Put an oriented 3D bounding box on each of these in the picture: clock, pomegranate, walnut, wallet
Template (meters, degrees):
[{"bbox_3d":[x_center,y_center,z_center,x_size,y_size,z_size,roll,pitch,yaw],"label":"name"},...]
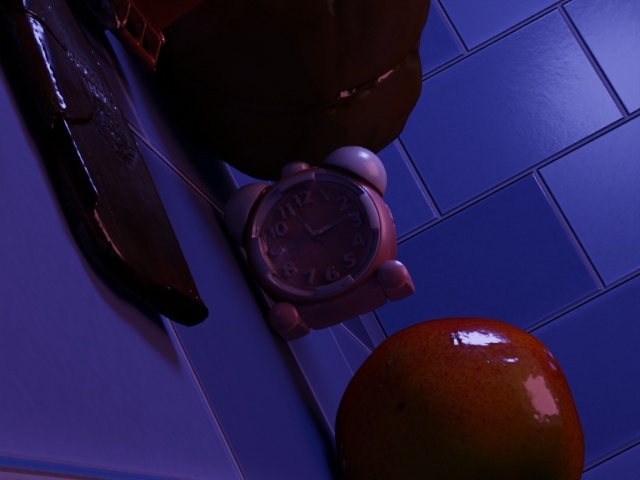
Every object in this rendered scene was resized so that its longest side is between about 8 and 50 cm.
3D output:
[{"bbox_3d":[0.000,0.000,1.255,0.093,0.166,0.162,52,17,-74],"label":"clock"},{"bbox_3d":[0.124,0.184,1.123,0.221,0.221,0.256,59,6,-36],"label":"pomegranate"},{"bbox_3d":[-0.046,-0.253,1.405,0.398,0.308,0.354,-113,-153,-54],"label":"walnut"},{"bbox_3d":[-0.141,-0.072,0.765,0.255,0.031,0.137,63,3,25],"label":"wallet"}]

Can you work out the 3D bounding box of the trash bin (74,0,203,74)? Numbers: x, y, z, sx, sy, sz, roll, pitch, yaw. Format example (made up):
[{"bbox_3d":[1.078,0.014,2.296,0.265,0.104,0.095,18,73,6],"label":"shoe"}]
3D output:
[{"bbox_3d":[-0.112,-0.278,1.106,0.184,0.239,0.161,64,4,16],"label":"trash bin"}]
